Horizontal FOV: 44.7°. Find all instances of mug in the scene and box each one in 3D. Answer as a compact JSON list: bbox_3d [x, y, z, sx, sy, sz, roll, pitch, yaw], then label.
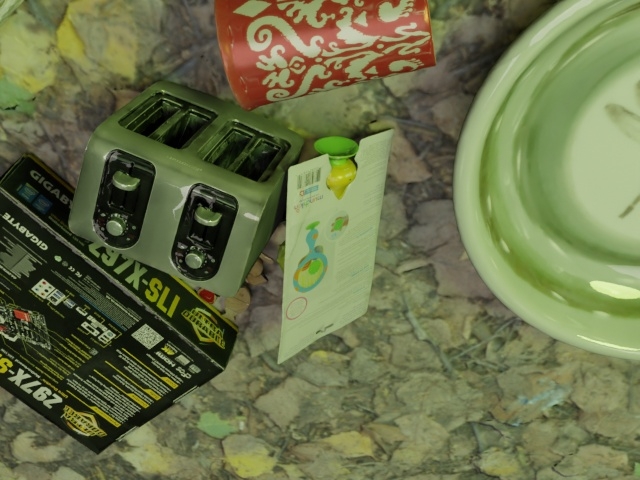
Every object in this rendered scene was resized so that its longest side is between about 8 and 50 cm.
[{"bbox_3d":[0.004,-0.193,0.648,0.169,0.113,0.150,-7,125,10],"label":"mug"}]

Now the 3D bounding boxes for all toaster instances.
[{"bbox_3d":[-0.114,-0.054,0.731,0.168,0.186,0.110,23,123,3],"label":"toaster"}]

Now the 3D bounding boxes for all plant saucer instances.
[{"bbox_3d":[0.318,-0.069,0.685,0.400,0.100,0.401,5,124,7],"label":"plant saucer"}]

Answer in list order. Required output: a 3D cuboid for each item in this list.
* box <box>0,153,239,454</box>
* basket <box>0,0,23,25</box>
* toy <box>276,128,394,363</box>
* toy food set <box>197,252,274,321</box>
[{"bbox_3d":[-0.298,0.090,0.913,0.257,0.079,0.322,-36,112,30],"label":"box"},{"bbox_3d":[-0.385,-0.275,0.562,0.331,0.266,0.328,-33,113,25],"label":"basket"},{"bbox_3d":[0.000,0.000,0.795,0.056,0.137,0.237,37,136,33],"label":"toy"},{"bbox_3d":[-0.102,0.038,0.880,0.078,0.019,0.122,31,131,-12],"label":"toy food set"}]
